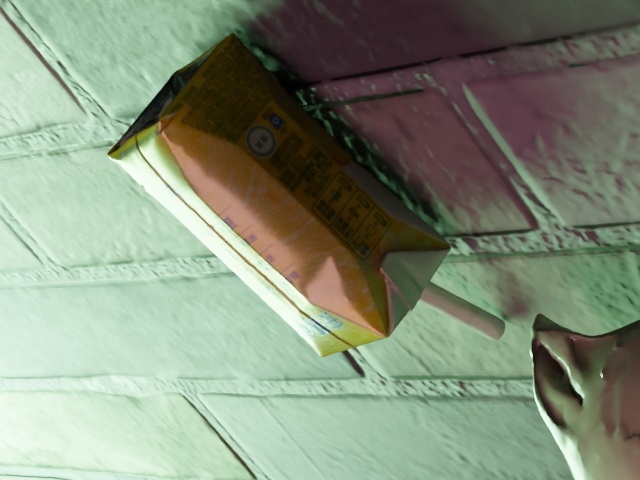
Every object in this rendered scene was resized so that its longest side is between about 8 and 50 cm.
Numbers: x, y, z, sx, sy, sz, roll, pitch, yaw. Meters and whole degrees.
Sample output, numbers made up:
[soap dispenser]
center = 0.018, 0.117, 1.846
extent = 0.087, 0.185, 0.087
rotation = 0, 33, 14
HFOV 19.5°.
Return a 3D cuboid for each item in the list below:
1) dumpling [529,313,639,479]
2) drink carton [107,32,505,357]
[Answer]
[dumpling]
center = 0.172, 0.086, 0.794
extent = 0.188, 0.108, 0.127
rotation = 35, -168, 33
[drink carton]
center = 0.000, 0.000, 0.867
extent = 0.200, 0.074, 0.084
rotation = 44, 150, -12
